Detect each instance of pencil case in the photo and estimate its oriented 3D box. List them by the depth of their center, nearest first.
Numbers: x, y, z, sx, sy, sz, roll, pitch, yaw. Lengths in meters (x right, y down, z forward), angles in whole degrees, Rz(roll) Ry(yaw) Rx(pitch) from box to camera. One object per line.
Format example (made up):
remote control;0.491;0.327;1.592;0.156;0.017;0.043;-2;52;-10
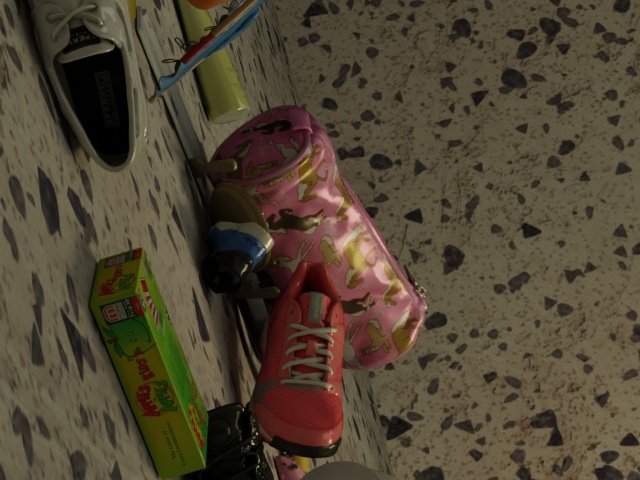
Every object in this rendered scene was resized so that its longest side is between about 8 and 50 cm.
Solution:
pencil case;0.000;0.000;2.265;0.160;0.167;0.386;18;-31;50

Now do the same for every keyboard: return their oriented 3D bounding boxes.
keyboard;-0.189;-0.175;2.139;0.072;0.014;0.256;-90;163;-56

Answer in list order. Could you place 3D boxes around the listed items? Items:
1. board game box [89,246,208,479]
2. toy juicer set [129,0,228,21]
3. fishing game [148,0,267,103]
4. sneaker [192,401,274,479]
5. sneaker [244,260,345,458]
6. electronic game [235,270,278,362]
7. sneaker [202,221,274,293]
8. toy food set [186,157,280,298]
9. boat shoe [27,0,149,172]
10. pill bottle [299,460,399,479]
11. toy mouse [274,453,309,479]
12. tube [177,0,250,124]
board game box;-0.148;0.108;1.468;0.092;0.043;0.181;-94;166;-66
toy juicer set;-0.156;-0.325;1.846;0.329;0.209;0.089;-92;173;-68
fishing game;-0.123;-0.233;1.881;0.041;0.189;0.264;48;-10;-5
sneaker;-0.081;0.239;1.556;0.227;0.087;0.130;-104;174;-59
sneaker;-0.025;0.135;2.022;0.314;0.116;0.136;-95;-164;-58
electronic game;-0.066;0.129;2.266;0.229;0.048;0.229;-25;90;-84
sneaker;-0.119;0.024;2.042;0.058;0.084;0.152;46;-21;-19
toy food set;-0.097;-0.020;2.119;0.132;0.038;0.192;0;-69;56
boat shoe;-0.206;-0.184;1.486;0.084;0.095;0.258;-105;176;-68
pill bottle;0.057;0.392;2.004;0.323;0.181;0.181;68;8;-52
toy mouse;-0.041;0.274;2.167;0.143;0.031;0.161;68;8;-48
tube;-0.169;-0.292;2.474;0.070;0.062;0.240;-34;-107;53
